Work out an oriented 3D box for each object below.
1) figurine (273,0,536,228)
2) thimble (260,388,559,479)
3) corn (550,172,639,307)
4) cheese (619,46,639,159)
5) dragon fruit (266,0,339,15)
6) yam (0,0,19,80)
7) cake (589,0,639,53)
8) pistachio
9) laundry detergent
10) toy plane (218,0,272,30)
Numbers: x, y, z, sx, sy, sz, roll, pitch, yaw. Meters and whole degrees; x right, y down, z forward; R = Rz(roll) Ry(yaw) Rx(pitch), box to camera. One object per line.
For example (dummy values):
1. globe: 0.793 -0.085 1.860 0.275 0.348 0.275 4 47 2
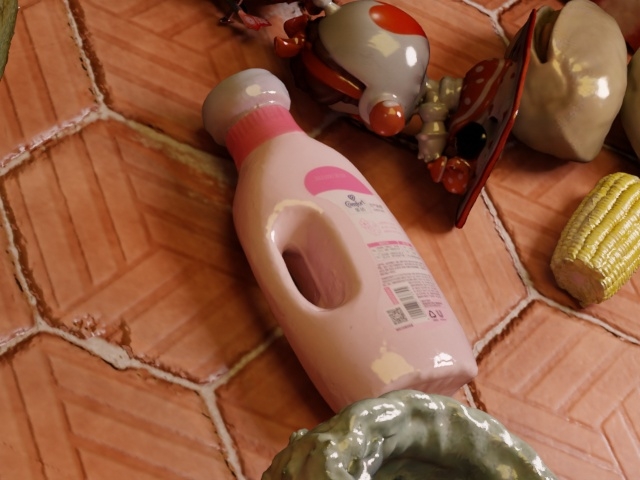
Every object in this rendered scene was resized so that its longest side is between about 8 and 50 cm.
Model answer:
1. figurine: 0.064 -0.152 1.713 0.226 0.160 0.183 21 43 -4
2. thimble: 0.062 0.230 1.346 0.250 0.172 0.205 28 38 -13
3. corn: 0.279 -0.003 1.770 0.085 0.063 0.165 56 42 -14
4. cheese: 0.414 -0.101 1.860 0.248 0.173 0.251 40 48 -8
5. dragon fruit: -0.001 -0.345 1.756 0.252 0.241 0.241 52 29 -39
6. yam: -0.363 -0.189 1.444 0.268 0.161 0.161 31 42 -3
7. cake: 0.466 -0.342 2.042 0.319 0.270 0.269 38 42 -1
8. pistachio: 0.248 -0.166 1.852 0.152 0.126 0.223 61 27 -31
9. laundry detergent: 0.000 0.000 1.565 0.159 0.088 0.335 -10 58 -38
10. toy plane: -0.102 -0.251 1.757 0.060 0.037 0.145 -8 54 -50
